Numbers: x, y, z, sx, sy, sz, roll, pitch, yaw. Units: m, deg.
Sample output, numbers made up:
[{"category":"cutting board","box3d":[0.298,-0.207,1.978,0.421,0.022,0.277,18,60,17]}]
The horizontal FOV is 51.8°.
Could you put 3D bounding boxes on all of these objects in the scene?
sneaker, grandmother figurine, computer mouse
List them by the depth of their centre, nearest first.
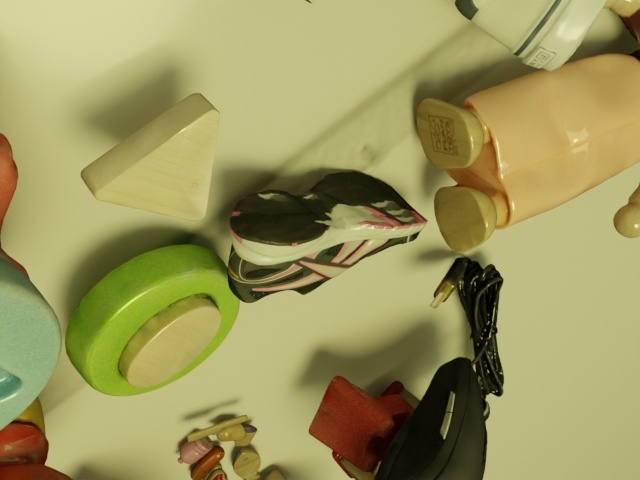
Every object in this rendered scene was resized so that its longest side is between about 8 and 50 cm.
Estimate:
[{"category":"sneaker","box3d":[0.177,-0.241,0.415,0.091,0.094,0.258,29,93,-3]},{"category":"sneaker","box3d":[0.000,0.000,0.497,0.178,0.072,0.077,-8,136,-37]},{"category":"grandmother figurine","box3d":[0.247,-0.112,0.532,0.342,0.104,0.208,-19,115,-16]},{"category":"computer mouse","box3d":[0.117,0.130,0.558,0.262,0.060,0.184,-40,127,-47]}]

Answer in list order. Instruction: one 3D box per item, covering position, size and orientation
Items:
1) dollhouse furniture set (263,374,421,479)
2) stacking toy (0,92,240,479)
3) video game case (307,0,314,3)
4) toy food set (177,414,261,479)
[{"category":"dollhouse furniture set","box3d":[-0.061,0.247,0.596,0.374,0.152,0.201,-45,141,-16]},{"category":"stacking toy","box3d":[-0.145,0.081,0.385,0.279,0.130,0.309,-26,145,-26]},{"category":"video game case","box3d":[-0.011,-0.279,0.329,0.210,0.042,0.232,30,105,-38]},{"category":"toy food set","box3d":[-0.097,0.203,0.628,0.077,0.019,0.122,-15,136,-19]}]
